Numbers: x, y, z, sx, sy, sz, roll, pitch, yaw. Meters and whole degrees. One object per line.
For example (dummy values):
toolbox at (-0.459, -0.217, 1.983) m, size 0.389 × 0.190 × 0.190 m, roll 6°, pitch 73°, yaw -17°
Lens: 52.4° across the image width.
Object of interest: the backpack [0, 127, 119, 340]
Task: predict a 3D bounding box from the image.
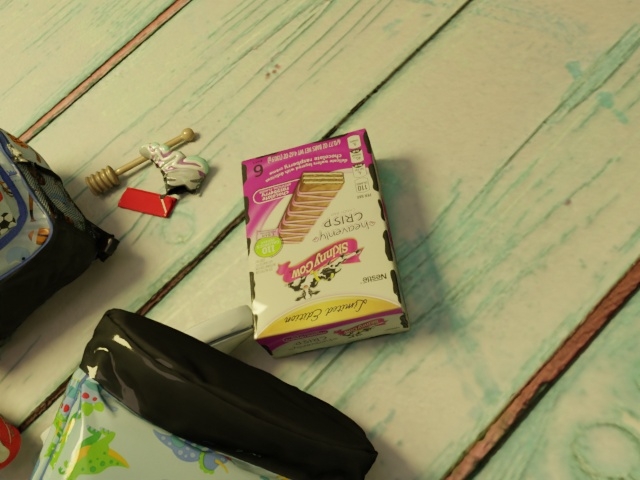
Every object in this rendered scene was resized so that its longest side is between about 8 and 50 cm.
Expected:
backpack at (-0.440, -0.024, 0.794) m, size 0.276 × 0.213 × 0.263 m, roll -37°, pitch 62°, yaw -4°

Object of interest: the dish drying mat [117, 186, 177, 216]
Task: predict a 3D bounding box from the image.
dish drying mat at (-0.233, -0.052, 0.870) m, size 0.083 × 0.008 × 0.032 m, roll 13°, pitch 68°, yaw 23°

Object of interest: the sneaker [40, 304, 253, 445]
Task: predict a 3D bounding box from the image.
sneaker at (-0.165, 0.170, 0.696) m, size 0.258 × 0.094 × 0.091 m, roll -36°, pitch 83°, yaw -3°

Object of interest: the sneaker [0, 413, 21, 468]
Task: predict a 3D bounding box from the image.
sneaker at (-0.457, 0.197, 0.740) m, size 0.279 × 0.118 × 0.107 m, roll 18°, pitch 68°, yaw 27°

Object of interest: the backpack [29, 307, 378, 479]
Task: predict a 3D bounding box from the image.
backpack at (-0.139, 0.279, 0.528) m, size 0.290 × 0.273 × 0.355 m, roll 30°, pitch 90°, yaw -8°

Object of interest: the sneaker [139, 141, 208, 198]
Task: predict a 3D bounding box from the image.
sneaker at (-0.203, -0.087, 0.856) m, size 0.098 × 0.038 × 0.069 m, roll 17°, pitch 73°, yaw 10°

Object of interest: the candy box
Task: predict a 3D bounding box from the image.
candy box at (0.000, 0.000, 0.734) m, size 0.159 × 0.071 × 0.233 m, roll -14°, pitch 60°, yaw 9°

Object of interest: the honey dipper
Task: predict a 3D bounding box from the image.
honey dipper at (-0.245, -0.111, 0.896) m, size 0.160 × 0.030 × 0.030 m, roll -28°, pitch 58°, yaw -3°
